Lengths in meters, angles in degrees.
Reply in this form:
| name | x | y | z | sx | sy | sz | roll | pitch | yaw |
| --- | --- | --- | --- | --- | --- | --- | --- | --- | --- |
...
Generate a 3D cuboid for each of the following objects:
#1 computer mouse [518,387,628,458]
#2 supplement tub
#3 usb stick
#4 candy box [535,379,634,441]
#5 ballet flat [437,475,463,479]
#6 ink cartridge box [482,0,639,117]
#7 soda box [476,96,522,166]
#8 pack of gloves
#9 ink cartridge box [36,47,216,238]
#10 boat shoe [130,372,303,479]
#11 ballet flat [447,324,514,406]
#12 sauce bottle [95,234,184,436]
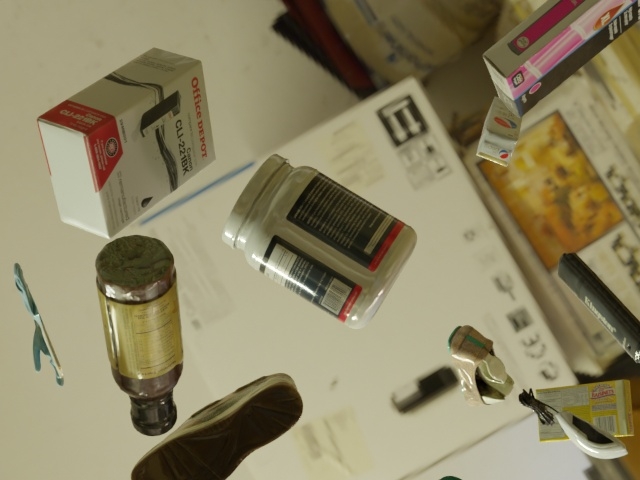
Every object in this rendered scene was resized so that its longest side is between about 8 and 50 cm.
| name | x | y | z | sx | sy | sz | roll | pitch | yaw |
| --- | --- | --- | --- | --- | --- | --- | --- | --- | --- |
| computer mouse | 0.418 | 0.315 | 1.937 | 0.193 | 0.042 | 0.106 | 27 | 165 | 40 |
| supplement tub | 0.000 | 0.000 | 1.876 | 0.272 | 0.191 | 0.191 | 32 | 180 | 5 |
| usb stick | 0.557 | 0.129 | 2.291 | 0.278 | 0.045 | 0.077 | 54 | 153 | 40 |
| candy box | 0.504 | 0.329 | 2.243 | 0.027 | 0.206 | 0.105 | 13 | -109 | -41 |
| ballet flat | 0.143 | 0.432 | 1.599 | 0.083 | 0.247 | 0.087 | 19 | 131 | 20 |
| ink cartridge box | 0.421 | -0.354 | 1.805 | 0.069 | 0.371 | 0.176 | 50 | -176 | 22 |
| soda box | 0.393 | -0.240 | 2.543 | 0.074 | 0.069 | 0.216 | 20 | -152 | 3 |
| pack of gloves | -0.537 | 0.163 | 2.173 | 0.232 | 0.046 | 0.195 | 64 | 165 | 15 |
| ink cartridge box | -0.302 | -0.162 | 1.877 | 0.114 | 0.273 | 0.197 | 19 | 132 | 29 |
| boat shoe | -0.166 | 0.312 | 1.875 | 0.109 | 0.302 | 0.098 | 57 | -179 | -17 |
| ballet flat | 0.348 | 0.286 | 2.460 | 0.106 | 0.107 | 0.316 | 22 | 162 | 30 |
| sauce bottle | -0.251 | 0.146 | 1.661 | 0.344 | 0.111 | 0.111 | 93 | 156 | -44 |
